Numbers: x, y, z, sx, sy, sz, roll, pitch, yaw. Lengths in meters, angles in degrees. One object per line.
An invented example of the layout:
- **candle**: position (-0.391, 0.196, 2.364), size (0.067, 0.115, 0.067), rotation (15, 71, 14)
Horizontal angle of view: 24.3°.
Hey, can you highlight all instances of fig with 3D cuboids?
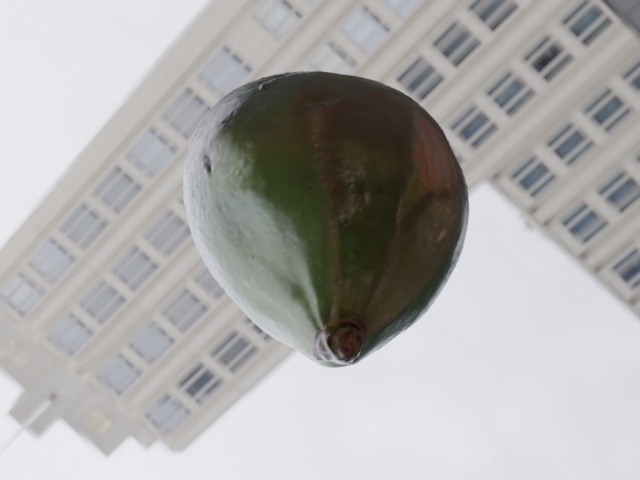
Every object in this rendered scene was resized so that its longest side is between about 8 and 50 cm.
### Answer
- **fig**: position (0.000, 0.000, 0.979), size (0.195, 0.195, 0.244), rotation (31, -139, -26)
